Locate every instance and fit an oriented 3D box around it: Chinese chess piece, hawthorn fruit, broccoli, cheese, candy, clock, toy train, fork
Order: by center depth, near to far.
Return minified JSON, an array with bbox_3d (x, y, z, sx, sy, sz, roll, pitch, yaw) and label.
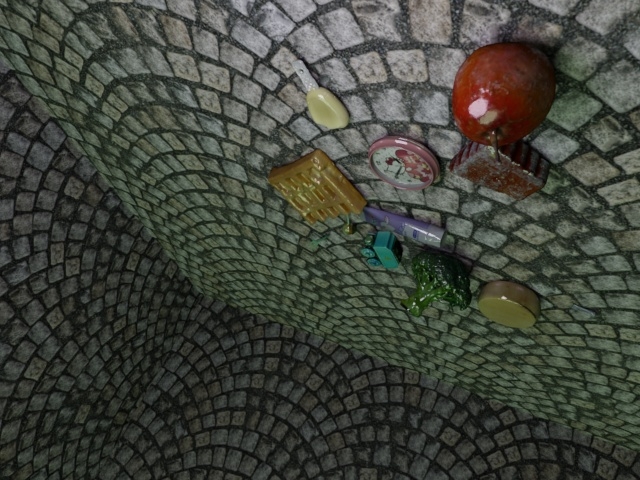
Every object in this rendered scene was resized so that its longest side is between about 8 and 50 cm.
[{"bbox_3d":[0.410,-0.336,1.204,0.231,0.263,0.235,53,178,-6],"label":"hawthorn fruit"},{"bbox_3d":[-0.011,-0.450,1.577,0.127,0.050,0.255,4,145,42],"label":"cheese"},{"bbox_3d":[0.272,-0.253,1.676,0.244,0.056,0.244,20,156,9],"label":"clock"},{"bbox_3d":[0.474,0.195,2.081,0.297,0.297,0.297,41,-178,-1],"label":"broccoli"},{"bbox_3d":[0.787,0.266,2.133,0.251,0.097,0.251,21,153,11],"label":"Chinese chess piece"},{"bbox_3d":[0.118,-0.096,2.140,0.061,0.061,0.202,17,145,19],"label":"candy"},{"bbox_3d":[0.267,0.043,2.192,0.154,0.107,0.198,0,145,30],"label":"toy train"},{"bbox_3d":[0.001,-0.002,2.450,0.039,0.021,0.235,29,153,-15],"label":"fork"}]

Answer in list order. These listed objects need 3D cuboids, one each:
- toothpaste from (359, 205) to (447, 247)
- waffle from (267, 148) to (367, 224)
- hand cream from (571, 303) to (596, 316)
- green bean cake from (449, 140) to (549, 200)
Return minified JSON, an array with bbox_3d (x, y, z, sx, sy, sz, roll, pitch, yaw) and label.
[{"bbox_3d":[0.310,-0.063,2.003,0.371,0.080,0.125,21,159,28],"label":"toothpaste"},{"bbox_3d":[-0.025,-0.202,2.018,0.304,0.077,0.348,44,148,-24],"label":"waffle"},{"bbox_3d":[1.038,0.276,2.009,0.093,0.019,0.030,20,153,17],"label":"hand cream"},{"bbox_3d":[0.520,-0.211,1.475,0.232,0.097,0.198,29,153,-6],"label":"green bean cake"}]
